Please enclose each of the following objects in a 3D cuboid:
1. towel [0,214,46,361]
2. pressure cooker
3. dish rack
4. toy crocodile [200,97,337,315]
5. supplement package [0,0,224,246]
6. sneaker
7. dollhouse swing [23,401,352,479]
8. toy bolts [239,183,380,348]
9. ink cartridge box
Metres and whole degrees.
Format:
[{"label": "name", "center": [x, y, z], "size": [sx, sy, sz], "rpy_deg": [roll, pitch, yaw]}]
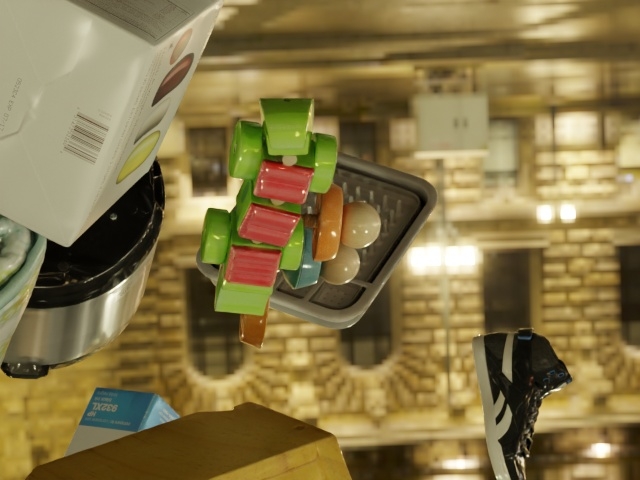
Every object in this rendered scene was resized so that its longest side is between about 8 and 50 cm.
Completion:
[{"label": "towel", "center": [-0.415, 0.139, 1.390], "size": [0.374, 0.090, 0.320], "rpy_deg": [-39, 175, -31]}, {"label": "pressure cooker", "center": [-0.432, 0.003, 2.360], "size": [0.370, 0.375, 0.420], "rpy_deg": [-11, 159, -16]}, {"label": "dish rack", "center": [0.000, 0.000, 2.405], "size": [0.285, 0.072, 0.333], "rpy_deg": [18, -131, 22]}, {"label": "toy crocodile", "center": [-0.061, -0.031, 1.755], "size": [0.115, 0.340, 0.105], "rpy_deg": [10, -137, -12]}, {"label": "supplement package", "center": [-0.205, -0.137, 1.316], "size": [0.149, 0.194, 0.203], "rpy_deg": [28, -155, 2]}, {"label": "sneaker", "center": [0.270, 0.215, 2.008], "size": [0.121, 0.217, 0.079], "rpy_deg": [-13, 163, 12]}, {"label": "dollhouse swing", "center": [-0.143, 0.397, 1.790], "size": [0.347, 0.305, 0.315], "rpy_deg": [-17, -167, -26]}, {"label": "toy bolts", "center": [-0.017, 0.039, 2.024], "size": [0.158, 0.218, 0.228], "rpy_deg": [7, 174, -7]}, {"label": "ink cartridge box", "center": [-0.296, 0.409, 2.342], "size": [0.129, 0.307, 0.223], "rpy_deg": [3, 146, 32]}]
